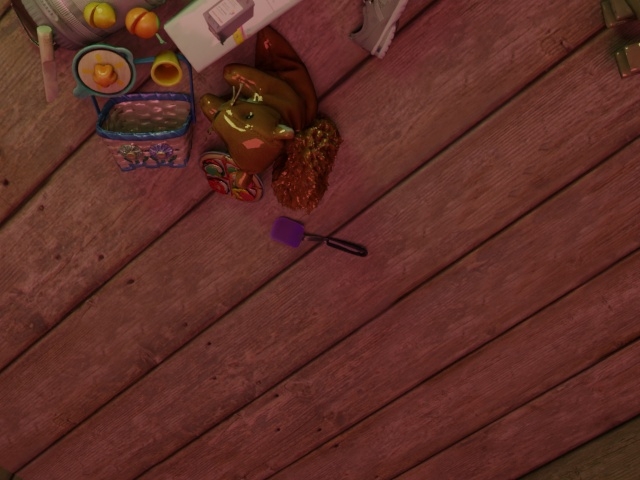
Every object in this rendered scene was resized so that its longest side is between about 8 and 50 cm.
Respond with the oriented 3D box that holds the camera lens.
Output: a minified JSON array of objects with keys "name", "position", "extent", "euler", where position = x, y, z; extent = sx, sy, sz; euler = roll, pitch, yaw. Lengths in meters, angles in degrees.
[{"name":"camera lens","position":[-0.494,-0.575,1.368],"extent":[0.274,0.219,0.219],"euler":[-26,118,13]}]

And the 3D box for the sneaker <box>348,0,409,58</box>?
[{"name":"sneaker","position":[0.148,-0.568,1.448],"extent":[0.115,0.105,0.281],"euler":[21,125,-2]}]

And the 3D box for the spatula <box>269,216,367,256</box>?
[{"name":"spatula","position":[0.000,0.000,1.834],"extent":[0.296,0.030,0.084],"euler":[14,117,-10]}]

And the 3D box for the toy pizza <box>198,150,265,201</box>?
[{"name":"toy pizza","position":[-0.244,-0.162,1.667],"extent":[0.201,0.032,0.201],"euler":[21,152,12]}]

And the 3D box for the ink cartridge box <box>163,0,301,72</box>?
[{"name":"ink cartridge box","position":[-0.179,-0.537,1.398],"extent":[0.306,0.226,0.131],"euler":[-30,116,17]}]

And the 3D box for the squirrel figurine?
[{"name":"squirrel figurine","position":[-0.098,-0.254,1.483],"extent":[0.281,0.370,0.397],"euler":[-40,114,20]}]

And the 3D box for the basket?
[{"name":"basket","position":[-0.427,-0.318,1.534],"extent":[0.255,0.201,0.289],"euler":[-4,129,0]}]

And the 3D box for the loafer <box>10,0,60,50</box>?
[{"name":"loafer","position":[-0.689,-0.561,1.447],"extent":[0.094,0.087,0.251],"euler":[-13,120,6]}]

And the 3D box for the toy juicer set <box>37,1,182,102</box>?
[{"name":"toy juicer set","position":[-0.481,-0.398,1.335],"extent":[0.329,0.089,0.209],"euler":[-12,141,0]}]

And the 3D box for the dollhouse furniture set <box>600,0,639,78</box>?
[{"name":"dollhouse furniture set","position":[0.783,-0.597,1.328],"extent":[0.257,0.362,0.394],"euler":[-16,90,10]}]
